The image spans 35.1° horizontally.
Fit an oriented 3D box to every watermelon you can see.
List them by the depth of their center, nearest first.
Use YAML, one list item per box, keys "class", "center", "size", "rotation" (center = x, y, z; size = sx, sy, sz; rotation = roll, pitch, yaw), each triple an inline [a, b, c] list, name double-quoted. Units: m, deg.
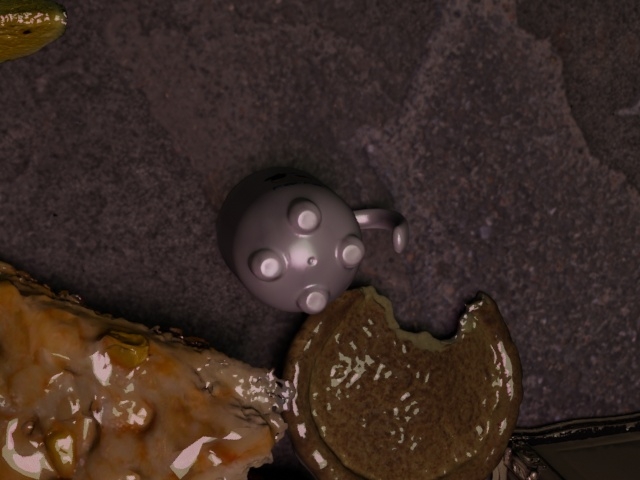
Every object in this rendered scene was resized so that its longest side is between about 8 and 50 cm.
- class: "watermelon"
  center: [-0.326, -0.184, 0.911]
  size: [0.181, 0.092, 0.075]
  rotation: [-5, 118, -22]

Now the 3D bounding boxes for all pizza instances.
- class: "pizza"
  center: [-0.288, 0.231, 0.962]
  size: [0.434, 0.080, 0.392]
  rotation: [23, 95, 2]

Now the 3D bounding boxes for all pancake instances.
- class: "pancake"
  center: [0.098, 0.161, 1.103]
  size: [0.286, 0.033, 0.288]
  rotation: [-46, 107, -16]

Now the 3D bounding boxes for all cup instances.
- class: "cup"
  center: [-0.008, 0.010, 1.013]
  size: [0.173, 0.142, 0.134]
  rotation: [21, 96, -19]

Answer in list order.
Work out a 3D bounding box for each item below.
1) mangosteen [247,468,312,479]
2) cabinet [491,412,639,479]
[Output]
- class: "mangosteen"
  center: [-0.061, 0.312, 1.067]
  size: [0.184, 0.172, 0.172]
  rotation: [39, 91, 14]
- class: "cabinet"
  center: [0.344, 0.390, 1.105]
  size: [0.227, 0.318, 0.290]
  rotation: [-4, 104, -14]
